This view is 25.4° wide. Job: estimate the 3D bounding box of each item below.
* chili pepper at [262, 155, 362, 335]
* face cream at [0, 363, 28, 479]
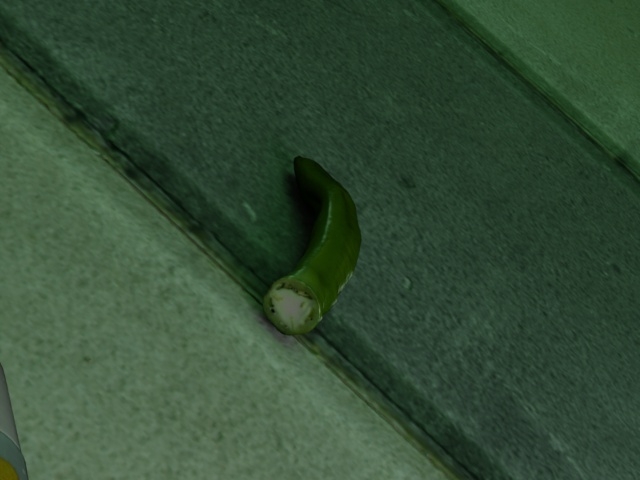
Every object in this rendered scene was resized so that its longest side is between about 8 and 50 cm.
[{"bbox_3d":[0.000,0.000,0.952,0.201,0.050,0.052,-79,151,-60],"label":"chili pepper"},{"bbox_3d":[-0.154,0.142,0.538,0.107,0.073,0.269,27,29,-38],"label":"face cream"}]
